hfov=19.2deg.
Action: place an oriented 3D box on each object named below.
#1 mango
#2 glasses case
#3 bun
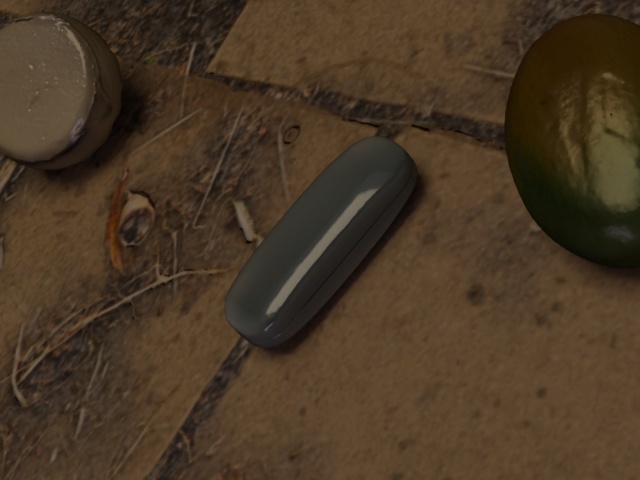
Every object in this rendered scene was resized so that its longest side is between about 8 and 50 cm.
[{"bbox_3d":[0.184,-0.064,1.230,0.130,0.092,0.195,-35,48,15],"label":"mango"},{"bbox_3d":[0.000,0.000,1.366,0.178,0.045,0.067,-50,39,-4],"label":"glasses case"},{"bbox_3d":[-0.225,-0.128,1.641,0.138,0.094,0.138,-1,89,25],"label":"bun"}]
